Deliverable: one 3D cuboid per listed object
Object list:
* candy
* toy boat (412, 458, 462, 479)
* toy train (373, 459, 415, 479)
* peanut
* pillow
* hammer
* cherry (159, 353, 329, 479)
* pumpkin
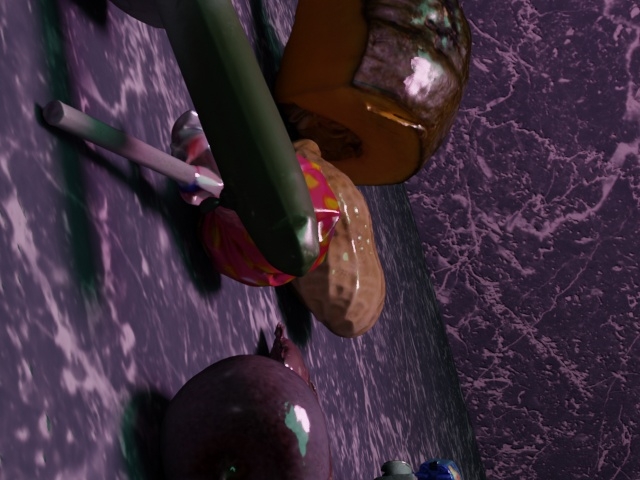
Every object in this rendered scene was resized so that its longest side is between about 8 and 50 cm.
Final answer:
[{"bbox_3d":[-0.091,-0.042,0.833,0.365,0.124,0.124,25,51,-64],"label":"candy"},{"bbox_3d":[0.187,0.456,1.858,0.110,0.091,0.175,-23,105,-47],"label":"toy boat"},{"bbox_3d":[0.087,0.375,1.226,0.154,0.115,0.269,79,4,-45],"label":"toy train"},{"bbox_3d":[0.007,-0.003,1.281,0.197,0.110,0.233,-28,106,-81],"label":"peanut"},{"bbox_3d":[-0.019,0.172,1.076,0.118,0.043,0.185,-96,173,-71],"label":"pillow"},{"bbox_3d":[-0.080,-0.126,0.742,0.206,0.118,0.336,53,15,-76],"label":"hammer"},{"bbox_3d":[-0.049,0.168,0.743,0.148,0.115,0.188,0,-83,60],"label":"cherry"},{"bbox_3d":[0.073,-0.221,1.528,0.303,0.256,0.226,57,45,-60],"label":"pumpkin"}]
